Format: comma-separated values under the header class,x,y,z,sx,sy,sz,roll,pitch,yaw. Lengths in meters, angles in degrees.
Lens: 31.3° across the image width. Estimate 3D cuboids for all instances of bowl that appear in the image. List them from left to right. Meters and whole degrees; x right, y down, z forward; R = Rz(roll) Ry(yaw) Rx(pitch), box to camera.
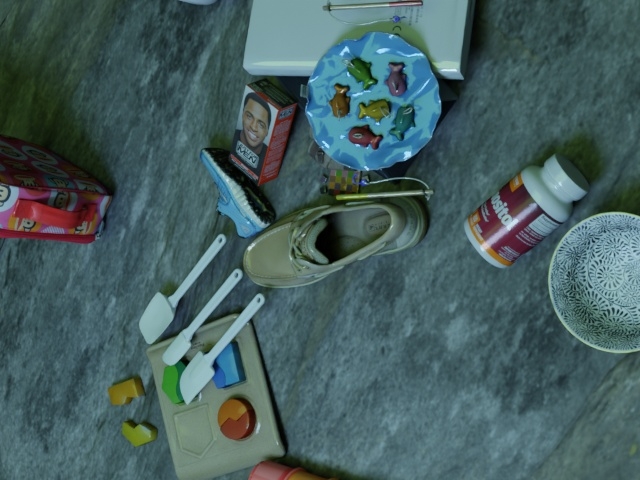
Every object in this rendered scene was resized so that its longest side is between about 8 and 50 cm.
class,x,y,z,sx,sy,sz,roll,pitch,yaw
bowl,0.372,0.049,1.395,0.170,0.080,0.170,1,92,31

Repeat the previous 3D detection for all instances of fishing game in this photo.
class,x,y,z,sx,sy,sz,roll,pitch,yaw
fishing game,0.063,-0.182,1.492,0.189,0.041,0.263,2,98,19

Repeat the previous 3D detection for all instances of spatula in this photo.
class,x,y,z,sx,sy,sz,roll,pitch,yaw
spatula,-0.184,0.113,1.735,0.242,0.019,0.168,-51,58,30

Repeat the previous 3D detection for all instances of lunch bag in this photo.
class,x,y,z,sx,sy,sz,roll,pitch,yaw
lunch bag,-0.474,-0.079,1.798,0.258,0.293,0.120,29,102,29

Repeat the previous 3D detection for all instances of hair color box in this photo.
class,x,y,z,sx,sy,sz,roll,pitch,yaw
hair color box,-0.086,-0.158,1.667,0.072,0.043,0.141,40,134,25

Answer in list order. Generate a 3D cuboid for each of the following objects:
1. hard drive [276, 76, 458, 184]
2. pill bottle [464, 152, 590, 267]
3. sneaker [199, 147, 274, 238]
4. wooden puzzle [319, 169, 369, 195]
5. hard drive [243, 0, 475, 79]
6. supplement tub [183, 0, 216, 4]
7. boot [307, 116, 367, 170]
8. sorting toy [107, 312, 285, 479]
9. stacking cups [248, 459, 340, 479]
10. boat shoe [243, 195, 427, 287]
class,x,y,z,sx,sy,sz,roll,pitch,yaw
hard drive,0.052,-0.216,1.602,0.255,0.054,0.172,45,113,23
pill bottle,0.264,-0.040,1.457,0.152,0.086,0.086,-43,70,25
sneaker,-0.142,-0.071,1.724,0.073,0.063,0.162,-43,70,29
wooden puzzle,0.035,-0.087,1.645,0.083,0.006,0.049,10,97,32
hard drive,0.055,-0.321,1.549,0.308,0.040,0.202,4,79,22
supplement tub,-0.194,-0.500,1.666,0.191,0.191,0.272,31,108,27
boot,0.027,-0.152,1.563,0.087,0.042,0.118,28,106,29
sorting toy,-0.208,0.263,1.788,0.307,0.041,0.229,-22,80,30
stacking cups,0.033,0.383,1.607,0.316,0.096,0.096,12,98,31
boat shoe,0.000,0.000,1.615,0.302,0.098,0.109,-15,84,32
